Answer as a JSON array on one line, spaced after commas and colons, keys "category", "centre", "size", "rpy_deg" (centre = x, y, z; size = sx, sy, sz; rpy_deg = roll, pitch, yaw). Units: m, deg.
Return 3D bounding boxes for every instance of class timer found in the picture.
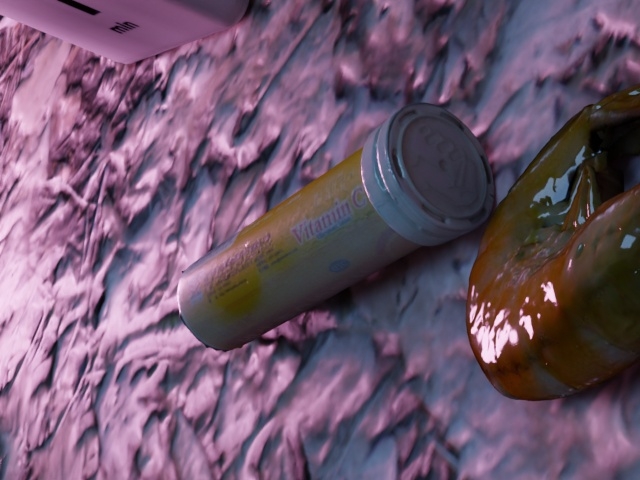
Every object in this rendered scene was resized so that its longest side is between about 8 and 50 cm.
[{"category": "timer", "centre": [-0.164, -0.264, 1.067], "size": [0.194, 0.195, 0.192], "rpy_deg": [-7, 68, 55]}]

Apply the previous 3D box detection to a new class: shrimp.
[{"category": "shrimp", "centre": [0.143, -0.015, 0.614], "size": [0.248, 0.068, 0.150], "rpy_deg": [-31, 44, 51]}]

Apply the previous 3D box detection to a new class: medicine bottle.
[{"category": "medicine bottle", "centre": [0.000, 0.000, 0.807], "size": [0.218, 0.074, 0.074], "rpy_deg": [-32, 49, 47]}]
